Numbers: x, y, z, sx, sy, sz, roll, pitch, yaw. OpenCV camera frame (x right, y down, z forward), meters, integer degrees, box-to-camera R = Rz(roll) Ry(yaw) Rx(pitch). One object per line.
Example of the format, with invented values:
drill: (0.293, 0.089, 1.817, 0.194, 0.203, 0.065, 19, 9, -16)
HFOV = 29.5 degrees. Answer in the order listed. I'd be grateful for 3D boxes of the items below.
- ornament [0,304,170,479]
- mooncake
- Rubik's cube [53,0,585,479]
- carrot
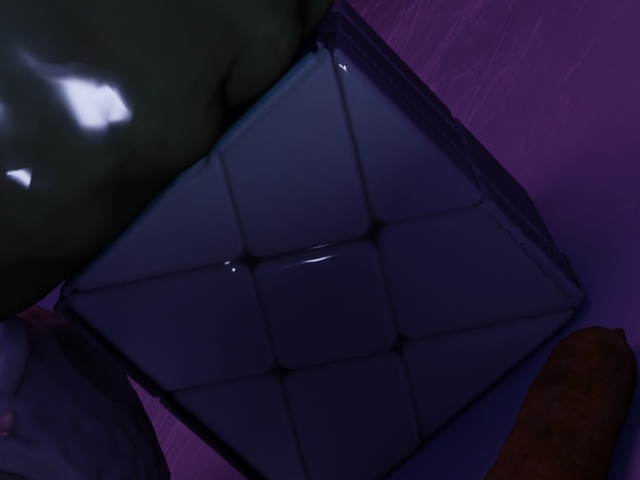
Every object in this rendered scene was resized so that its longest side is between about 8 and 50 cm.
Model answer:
ornament: (-0.269, 0.192, 0.832, 0.337, 0.337, 0.337, -44, 14, 13)
mooncake: (-0.154, -0.103, 0.668, 0.356, 0.194, 0.356, -35, 16, 11)
Rubik's cube: (0.000, 0.000, 0.789, 0.231, 0.221, 0.224, -42, 15, 16)
carrot: (0.070, 0.147, 0.500, 0.070, 0.070, 0.342, -33, 18, 46)
